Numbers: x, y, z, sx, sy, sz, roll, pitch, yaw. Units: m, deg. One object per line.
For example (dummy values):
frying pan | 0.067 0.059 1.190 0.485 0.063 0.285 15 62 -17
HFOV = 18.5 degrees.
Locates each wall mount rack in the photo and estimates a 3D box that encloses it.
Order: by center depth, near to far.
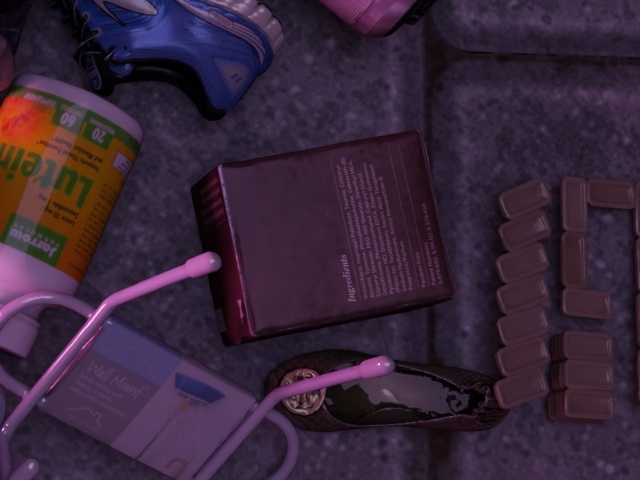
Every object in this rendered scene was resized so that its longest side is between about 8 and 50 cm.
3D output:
wall mount rack | -0.119 0.141 1.780 0.350 0.130 0.304 31 109 -29

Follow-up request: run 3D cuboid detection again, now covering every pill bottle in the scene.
pill bottle | -0.273 -0.020 1.839 0.136 0.136 0.245 24 80 -9

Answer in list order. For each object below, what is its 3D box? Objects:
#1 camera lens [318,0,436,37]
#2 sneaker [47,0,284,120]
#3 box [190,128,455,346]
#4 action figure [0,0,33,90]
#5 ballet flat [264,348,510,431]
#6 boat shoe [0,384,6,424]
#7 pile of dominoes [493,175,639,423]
camera lens | 0.026 -0.348 1.898 0.274 0.219 0.219 37 78 -7
sneaker | -0.205 -0.224 1.880 0.330 0.130 0.147 29 79 -5
box | 0.000 0.000 1.882 0.203 0.168 0.167 -10 87 -14
action figure | -0.287 -0.196 1.760 0.178 0.330 0.341 2 55 -39
ballet flat | 0.070 0.154 1.939 0.250 0.058 0.084 7 84 -12
boat shoe | -0.429 0.094 1.812 0.302 0.094 0.109 26 104 -11
pile of dominoes | 0.256 0.059 2.003 0.196 0.040 0.251 6 78 -23
